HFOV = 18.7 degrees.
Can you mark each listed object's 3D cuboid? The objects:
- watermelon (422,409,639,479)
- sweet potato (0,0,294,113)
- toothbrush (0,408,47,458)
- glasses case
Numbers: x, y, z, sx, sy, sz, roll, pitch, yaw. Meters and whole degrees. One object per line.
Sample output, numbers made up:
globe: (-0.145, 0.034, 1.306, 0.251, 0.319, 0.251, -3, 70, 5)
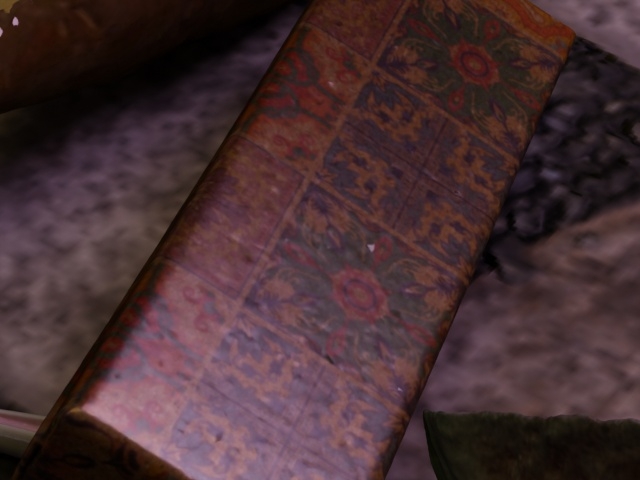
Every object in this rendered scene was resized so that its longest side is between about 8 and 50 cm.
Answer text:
watermelon: (0.100, 0.072, 0.419, 0.180, 0.094, 0.081, 2, 44, 30)
sweet potato: (-0.018, -0.139, 0.627, 0.131, 0.131, 0.336, 15, 47, 20)
toothbrush: (-0.124, 0.038, 0.518, 0.204, 0.022, 0.017, 12, 48, 17)
glasses case: (0.000, 0.000, 0.516, 0.075, 0.049, 0.218, 33, 46, -5)
